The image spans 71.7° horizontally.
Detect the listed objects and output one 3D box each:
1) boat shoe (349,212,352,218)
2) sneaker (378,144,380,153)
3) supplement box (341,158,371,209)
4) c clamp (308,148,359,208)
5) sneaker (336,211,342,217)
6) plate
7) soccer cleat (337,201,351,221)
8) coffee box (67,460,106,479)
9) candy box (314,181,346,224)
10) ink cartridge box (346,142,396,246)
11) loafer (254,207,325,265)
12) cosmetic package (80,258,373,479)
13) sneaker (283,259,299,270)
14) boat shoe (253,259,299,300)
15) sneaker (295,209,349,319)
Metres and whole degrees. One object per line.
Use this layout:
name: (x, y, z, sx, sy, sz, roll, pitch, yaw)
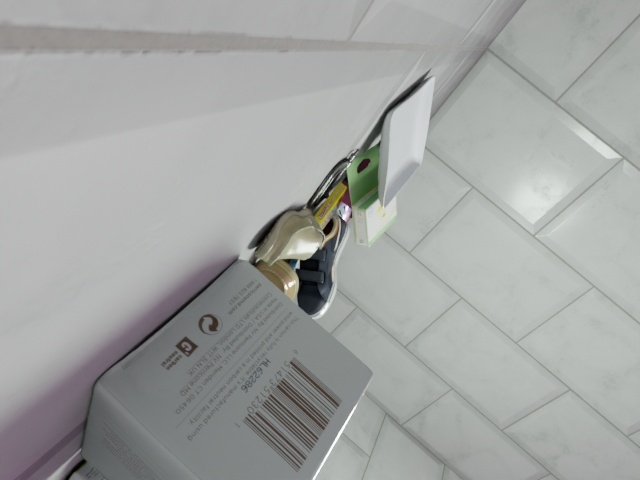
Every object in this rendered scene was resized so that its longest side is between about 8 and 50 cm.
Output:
boat shoe: (0.142, -0.164, 1.793, 0.081, 0.068, 0.228, -48, 176, -28)
sneaker: (0.227, -0.289, 1.439, 0.081, 0.080, 0.211, -54, 174, 17)
supplement box: (0.141, -0.177, 1.357, 0.188, 0.104, 0.081, -47, 175, -36)
c clamp: (0.032, -0.141, 1.049, 0.161, 0.022, 0.137, -52, 176, 26)
sneaker: (-0.002, -0.001, 1.491, 0.163, 0.086, 0.226, -58, 171, -14)
plate: (0.219, -0.265, 1.177, 0.277, 0.045, 0.278, -46, 148, -39)
soccer cleat: (0.064, -0.068, 1.624, 0.248, 0.095, 0.083, -51, 176, 28)
coffee box: (-0.464, 0.686, 1.103, 0.338, 0.334, 0.338, -51, 178, 10)
candy box: (0.019, -0.075, 1.137, 0.105, 0.027, 0.206, -51, 177, -9)
ink cartridge box: (0.146, -0.125, 1.221, 0.171, 0.056, 0.235, -41, 135, -41)
loafer: (-0.048, -0.005, 0.925, 0.102, 0.092, 0.268, -51, 176, 22)
cosmetic package: (-0.182, 0.321, 0.814, 0.329, 0.327, 0.394, -45, 174, -46)
sneaker: (-0.089, 0.041, 1.341, 0.162, 0.063, 0.073, -52, 159, -14)
boat shoe: (-0.157, 0.155, 1.033, 0.110, 0.121, 0.341, -47, 177, -42)
sneaker: (-0.014, 0.059, 1.280, 0.127, 0.126, 0.321, 41, 57, -50)
